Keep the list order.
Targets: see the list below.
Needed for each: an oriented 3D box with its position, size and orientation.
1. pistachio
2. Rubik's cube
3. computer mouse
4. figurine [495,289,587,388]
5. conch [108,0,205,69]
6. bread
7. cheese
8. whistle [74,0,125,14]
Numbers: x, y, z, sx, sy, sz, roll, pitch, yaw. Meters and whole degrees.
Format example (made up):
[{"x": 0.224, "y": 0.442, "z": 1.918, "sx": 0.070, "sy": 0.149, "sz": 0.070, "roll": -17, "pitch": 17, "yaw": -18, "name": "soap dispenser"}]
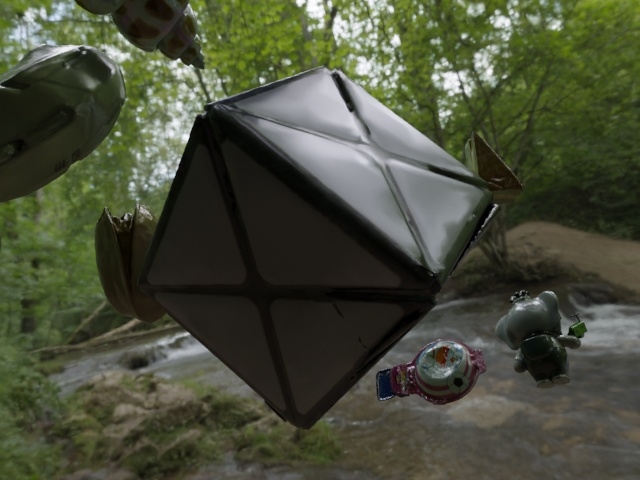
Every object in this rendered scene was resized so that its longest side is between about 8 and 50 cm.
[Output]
[{"x": -0.313, "y": 0.039, "z": 0.857, "sx": 0.129, "sy": 0.206, "sz": 0.131, "roll": -15, "pitch": 12, "yaw": -12, "name": "pistachio"}, {"x": 0.000, "y": 0.000, "z": 0.659, "sx": 0.307, "sy": 0.310, "sz": 0.305, "roll": -40, "pitch": -13, "yaw": -53, "name": "Rubik's cube"}, {"x": -0.584, "y": -0.263, "z": 1.077, "sx": 0.145, "sy": 0.228, "sz": 0.429, "roll": 15, "pitch": 55, "yaw": 44, "name": "computer mouse"}, {"x": 0.407, "y": 0.178, "z": 0.949, "sx": 0.126, "sy": 0.192, "sz": 0.147, "roll": 25, "pitch": -47, "yaw": -36, "name": "figurine"}, {"x": -0.401, "y": -0.558, "z": 1.147, "sx": 0.197, "sy": 0.368, "sz": 0.249, "roll": -28, "pitch": 24, "yaw": -33, "name": "conch"}, {"x": 0.346, "y": -0.148, "z": 1.018, "sx": 0.084, "sy": 0.139, "sz": 0.074, "roll": -2, "pitch": -21, "yaw": 1, "name": "bread"}, {"x": 0.232, "y": 0.287, "z": 1.091, "sx": 0.244, "sy": 0.155, "sz": 0.062, "roll": -19, "pitch": -50, "yaw": 20, "name": "cheese"}, {"x": -0.307, "y": -0.431, "z": 0.743, "sx": 0.198, "sy": 0.057, "sz": 0.104, "roll": -57, "pitch": -6, "yaw": 18, "name": "whistle"}]
